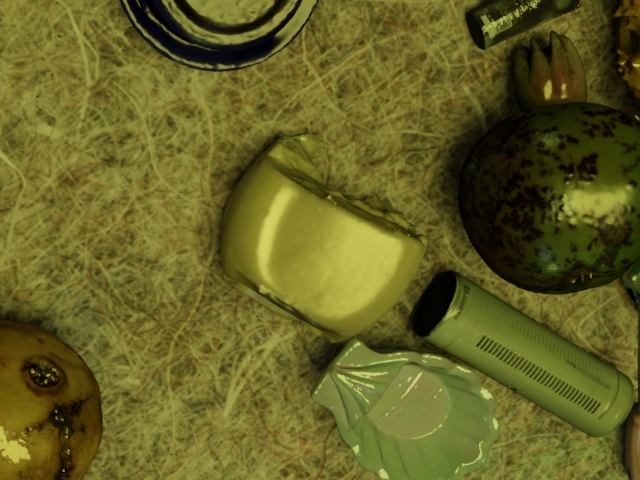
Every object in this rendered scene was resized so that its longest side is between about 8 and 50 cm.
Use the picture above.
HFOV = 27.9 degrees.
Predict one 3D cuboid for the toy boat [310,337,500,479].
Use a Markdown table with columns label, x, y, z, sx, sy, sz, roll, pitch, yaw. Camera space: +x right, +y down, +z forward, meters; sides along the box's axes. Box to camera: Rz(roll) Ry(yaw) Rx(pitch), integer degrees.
| label | x | y | z | sx | sy | sz | roll | pitch | yaw |
| --- | --- | --- | --- | --- | --- | --- | --- | --- | --- |
| toy boat | 0.113 | 0.228 | 1.781 | 0.290 | 0.100 | 0.199 | 36 | 94 | -29 |

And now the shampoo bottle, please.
| label | x | y | z | sx | sy | sz | roll | pitch | yaw |
| --- | --- | --- | --- | --- | --- | --- | --- | --- | --- |
| shampoo bottle | 0.296 | -0.322 | 1.712 | 0.207 | 0.063 | 0.057 | -28 | 122 | -8 |

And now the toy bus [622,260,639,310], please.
| label | x | y | z | sx | sy | sz | roll | pitch | yaw |
| --- | --- | --- | --- | --- | --- | --- | --- | --- | --- |
| toy bus | 0.578 | 0.030 | 1.851 | 0.276 | 0.133 | 0.165 | -41 | 109 | -1 |

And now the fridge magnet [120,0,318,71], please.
| label | x | y | z | sx | sy | sz | roll | pitch | yaw |
| --- | --- | --- | --- | --- | --- | --- | --- | --- | --- |
| fridge magnet | -0.119 | -0.336 | 1.560 | 0.265 | 0.112 | 0.265 | -5 | 108 | -16 |

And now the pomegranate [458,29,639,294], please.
| label | x | y | z | sx | sy | sz | roll | pitch | yaw |
| --- | --- | --- | --- | --- | --- | --- | --- | --- | --- |
| pomegranate | 0.310 | -0.106 | 1.694 | 0.285 | 0.285 | 0.341 | -1 | 72 | -16 |

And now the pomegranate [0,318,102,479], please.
| label | x | y | z | sx | sy | sz | roll | pitch | yaw |
| --- | --- | --- | --- | --- | --- | --- | --- | --- | --- |
| pomegranate | -0.396 | 0.222 | 1.570 | 0.260 | 0.260 | 0.260 | -4 | 106 | -15 |

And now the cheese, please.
| label | x | y | z | sx | sy | sz | roll | pitch | yaw |
| --- | --- | --- | --- | --- | --- | --- | --- | --- | --- |
| cheese | 0.000 | 0.000 | 1.681 | 0.266 | 0.127 | 0.233 | 30 | 92 | -24 |

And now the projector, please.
| label | x | y | z | sx | sy | sz | roll | pitch | yaw |
| --- | --- | --- | --- | --- | --- | --- | --- | --- | --- |
| projector | 0.288 | 0.163 | 1.817 | 0.337 | 0.108 | 0.108 | 30 | 95 | -21 |

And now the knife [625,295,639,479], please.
| label | x | y | z | sx | sy | sz | roll | pitch | yaw |
| --- | --- | --- | --- | --- | --- | --- | --- | --- | --- |
| knife | 0.464 | 0.231 | 1.864 | 0.043 | 0.081 | 0.336 | -9 | 123 | 2 |

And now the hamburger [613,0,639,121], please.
| label | x | y | z | sx | sy | sz | roll | pitch | yaw |
| --- | --- | --- | --- | --- | --- | --- | --- | --- | --- |
| hamburger | 0.531 | -0.253 | 1.700 | 0.287 | 0.268 | 0.445 | -19 | 110 | -7 |
